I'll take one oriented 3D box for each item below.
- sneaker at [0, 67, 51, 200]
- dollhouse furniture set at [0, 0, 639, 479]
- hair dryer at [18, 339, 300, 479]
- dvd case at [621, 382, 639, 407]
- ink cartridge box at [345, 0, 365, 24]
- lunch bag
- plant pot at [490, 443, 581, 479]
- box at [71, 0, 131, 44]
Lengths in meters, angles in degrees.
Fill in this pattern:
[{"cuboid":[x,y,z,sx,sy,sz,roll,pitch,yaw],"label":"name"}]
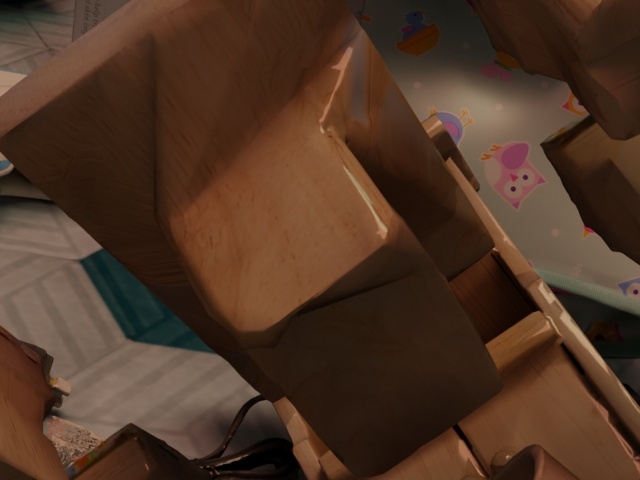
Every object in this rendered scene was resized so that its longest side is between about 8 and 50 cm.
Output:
[{"cuboid":[-0.170,-0.075,1.118,0.229,0.087,0.092,-11,56,-38],"label":"sneaker"},{"cuboid":[0.000,0.000,0.656,0.362,0.394,0.256,-35,53,3],"label":"dollhouse furniture set"},{"cuboid":[-0.088,0.137,0.755,0.224,0.080,0.293,11,29,-3],"label":"hair dryer"},{"cuboid":[0.172,0.158,0.874,0.165,0.018,0.221,-3,31,-27],"label":"dvd case"},{"cuboid":[0.107,-0.253,0.991,0.270,0.151,0.395,7,-14,14],"label":"ink cartridge box"},{"cuboid":[0.140,-0.048,1.008,0.262,0.160,0.223,11,67,4],"label":"lunch bag"},{"cuboid":[0.118,0.248,0.495,0.274,0.256,0.256,32,32,5],"label":"plant pot"},{"cuboid":[-0.101,-0.210,1.268,0.182,0.181,0.119,14,29,5],"label":"box"}]
